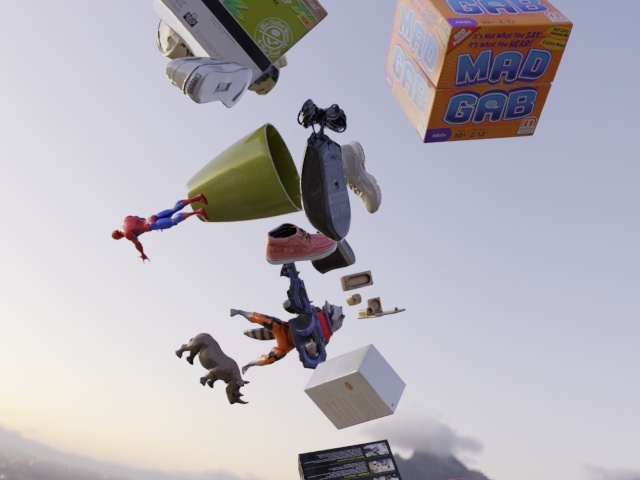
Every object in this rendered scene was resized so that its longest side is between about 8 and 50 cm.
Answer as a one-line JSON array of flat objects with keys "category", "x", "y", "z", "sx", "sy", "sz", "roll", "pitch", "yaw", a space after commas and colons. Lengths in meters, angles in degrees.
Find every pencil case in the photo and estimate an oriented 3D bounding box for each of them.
[{"category": "pencil case", "x": -0.310, "y": -0.590, "z": 2.188, "sx": 0.410, "sy": 0.160, "sz": 0.183, "roll": 13, "pitch": -39, "yaw": -41}]

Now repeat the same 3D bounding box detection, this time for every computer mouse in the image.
[{"category": "computer mouse", "x": 0.001, "y": -0.131, "z": 1.378, "sx": 0.072, "sy": 0.272, "sz": 0.188, "roll": -6, "pitch": 2, "yaw": 25}]

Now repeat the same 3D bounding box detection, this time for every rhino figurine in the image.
[{"category": "rhino figurine", "x": -0.279, "y": 0.354, "z": 1.917, "sx": 0.243, "sy": 0.106, "sz": 0.073, "roll": 45, "pitch": 3, "yaw": 12}]

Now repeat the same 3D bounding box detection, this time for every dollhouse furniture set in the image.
[{"category": "dollhouse furniture set", "x": 0.168, "y": 0.172, "z": 2.264, "sx": 0.144, "sy": 0.151, "sz": 0.123, "roll": -10, "pitch": -3, "yaw": -36}]

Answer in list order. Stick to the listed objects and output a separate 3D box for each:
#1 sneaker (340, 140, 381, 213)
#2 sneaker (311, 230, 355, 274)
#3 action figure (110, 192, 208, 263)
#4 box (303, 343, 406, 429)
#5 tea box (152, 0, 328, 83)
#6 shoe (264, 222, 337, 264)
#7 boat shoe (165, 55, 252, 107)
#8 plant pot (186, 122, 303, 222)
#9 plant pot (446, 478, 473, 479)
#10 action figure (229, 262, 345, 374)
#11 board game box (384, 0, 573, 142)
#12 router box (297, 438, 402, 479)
[{"category": "sneaker", "x": 0.107, "y": -0.201, "z": 2.350, "sx": 0.121, "sy": 0.262, "sz": 0.099, "roll": -17, "pitch": -15, "yaw": -28}, {"category": "sneaker", "x": 0.000, "y": 0.000, "z": 2.039, "sx": 0.118, "sy": 0.083, "sz": 0.222, "roll": -25, "pitch": -71, "yaw": 19}, {"category": "action figure", "x": -0.436, "y": -0.030, "z": 1.955, "sx": 0.280, "sy": 0.091, "sz": 0.139, "roll": -14, "pitch": -39, "yaw": 6}, {"category": "box", "x": 0.074, "y": 0.319, "z": 1.526, "sx": 0.170, "sy": 0.091, "sz": 0.130, "roll": -28, "pitch": -73, "yaw": 38}, {"category": "tea box", "x": -0.218, "y": -0.615, "z": 1.886, "sx": 0.329, "sy": 0.323, "sz": 0.220, "roll": 47, "pitch": -6, "yaw": -14}, {"category": "shoe", "x": -0.042, "y": 0.001, "z": 1.624, "sx": 0.178, "sy": 0.063, "sz": 0.081, "roll": -11, "pitch": -45, "yaw": -18}, {"category": "boat shoe", "x": -0.219, "y": -0.319, "z": 1.390, "sx": 0.088, "sy": 0.096, "sz": 0.267, "roll": 34, "pitch": 22, "yaw": 7}, {"category": "plant pot", "x": -0.233, "y": -0.164, "z": 2.071, "sx": 0.293, "sy": 0.275, "sz": 0.275, "roll": -20, "pitch": -31, "yaw": 12}, {"category": "plant pot", "x": 0.241, "y": 0.660, "z": 1.474, "sx": 0.272, "sy": 0.272, "sz": 0.265, "roll": 20, "pitch": -32, "yaw": -14}, {"category": "action figure", "x": -0.091, "y": 0.224, "z": 2.065, "sx": 0.330, "sy": 0.341, "sz": 0.178, "roll": -9, "pitch": -3, "yaw": 5}, {"category": "board game box", "x": 0.430, "y": -0.535, "z": 2.030, "sx": 0.356, "sy": 0.356, "sz": 0.356, "roll": -6, "pitch": -46, "yaw": -15}, {"category": "router box", "x": 0.056, "y": 0.444, "z": 1.298, "sx": 0.179, "sy": 0.133, "sz": 0.046, "roll": -6, "pitch": -56, "yaw": -10}]
